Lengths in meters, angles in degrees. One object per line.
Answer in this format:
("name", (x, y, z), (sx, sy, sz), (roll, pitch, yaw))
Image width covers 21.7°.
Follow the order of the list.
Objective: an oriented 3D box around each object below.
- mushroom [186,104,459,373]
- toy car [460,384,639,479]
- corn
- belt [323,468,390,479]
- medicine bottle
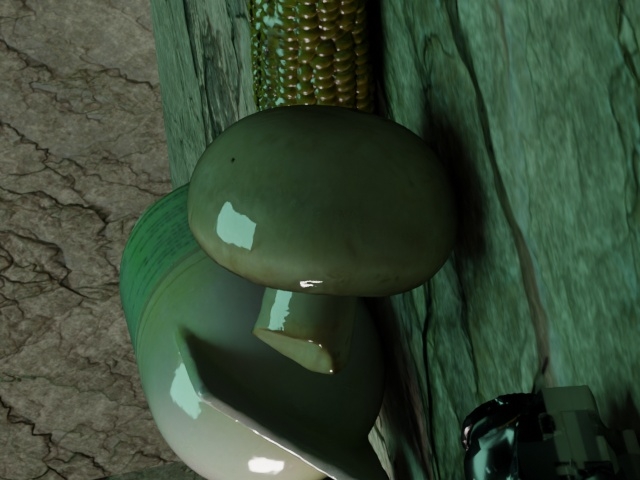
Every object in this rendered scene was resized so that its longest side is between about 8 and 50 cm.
("mushroom", (0.000, 0.000, 1.242), (0.204, 0.204, 0.204), (170, 90, -80))
("toy car", (0.135, 0.231, 0.985), (0.193, 0.118, 0.301), (-98, 4, -48))
("corn", (-0.009, -0.174, 1.416), (0.115, 0.115, 0.318), (-113, 16, -52))
("belt", (0.038, 0.309, 1.620), (0.128, 0.124, 0.201), (51, -158, -59))
("medicine bottle", (-0.063, 0.109, 1.638), (0.406, 0.236, 0.235), (-122, 23, -64))
